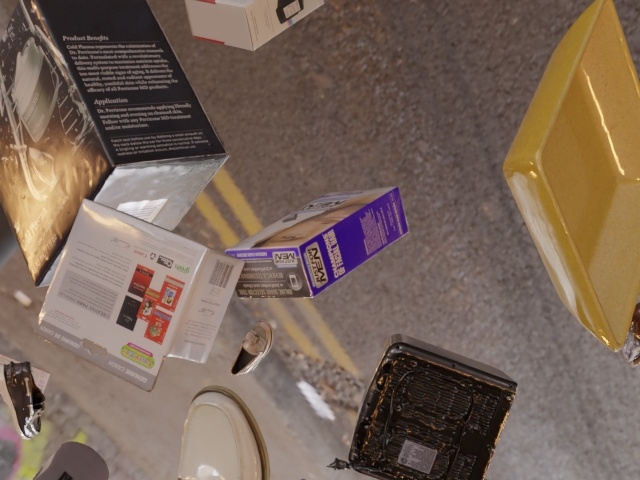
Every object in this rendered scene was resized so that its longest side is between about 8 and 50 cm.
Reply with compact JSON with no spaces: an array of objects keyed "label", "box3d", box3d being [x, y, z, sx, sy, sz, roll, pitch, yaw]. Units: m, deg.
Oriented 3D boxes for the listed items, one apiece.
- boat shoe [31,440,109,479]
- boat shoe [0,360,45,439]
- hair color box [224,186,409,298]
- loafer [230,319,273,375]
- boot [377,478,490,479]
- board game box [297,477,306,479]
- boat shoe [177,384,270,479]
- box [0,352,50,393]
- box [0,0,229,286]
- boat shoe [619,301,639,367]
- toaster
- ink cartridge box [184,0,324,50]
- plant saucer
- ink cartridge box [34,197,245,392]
[{"label":"boat shoe","box3d":[-0.473,0.458,1.772,0.113,0.105,0.306,43,-170,-6]},{"label":"boat shoe","box3d":[-0.327,0.178,1.107,0.038,0.046,0.125,-10,133,-6]},{"label":"hair color box","box3d":[0.000,0.000,1.903,0.185,0.339,0.110,-3,110,39]},{"label":"loafer","box3d":[-0.117,0.187,1.678,0.045,0.039,0.125,43,131,17]},{"label":"boot","box3d":[0.285,0.463,1.867,0.338,0.118,0.222,17,-174,-43]},{"label":"board game box","box3d":[0.036,0.521,1.477,0.347,0.078,0.233,50,161,6]},{"label":"boat shoe","box3d":[-0.132,0.338,1.241,0.113,0.103,0.302,1,101,22]},{"label":"box","box3d":[-0.556,0.229,1.711,0.063,0.067,0.324,15,167,8]},{"label":"box","box3d":[-0.509,-0.229,2.185,0.480,0.297,0.472,-46,63,43]},{"label":"boat shoe","box3d":[0.462,0.130,1.428,0.073,0.073,0.207,44,172,16]},{"label":"toaster","box3d":[0.123,0.213,1.190,0.185,0.168,0.110,19,-177,1]},{"label":"ink cartridge box","box3d":[-0.098,-0.365,1.501,0.127,0.175,0.072,18,135,34]},{"label":"plant saucer","box3d":[0.337,-0.084,1.262,0.081,0.333,0.333,-3,133,36]},{"label":"ink cartridge box","box3d":[-0.335,0.103,1.806,0.309,0.272,0.130,21,178,30]}]
